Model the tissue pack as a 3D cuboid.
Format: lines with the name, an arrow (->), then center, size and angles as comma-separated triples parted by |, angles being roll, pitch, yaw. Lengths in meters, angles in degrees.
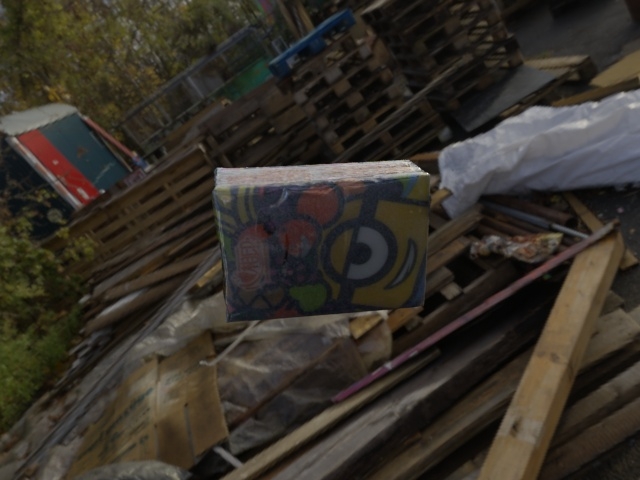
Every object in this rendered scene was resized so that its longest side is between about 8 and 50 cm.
tissue pack -> 0.000, 0.000, 0.423 | 0.148, 0.108, 0.060 | -4, 24, -5
